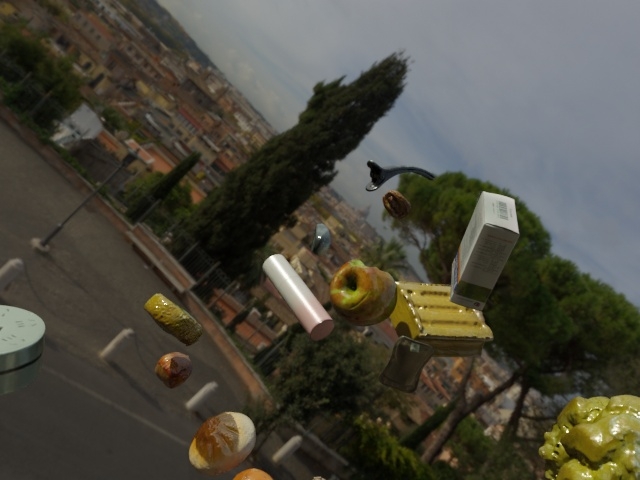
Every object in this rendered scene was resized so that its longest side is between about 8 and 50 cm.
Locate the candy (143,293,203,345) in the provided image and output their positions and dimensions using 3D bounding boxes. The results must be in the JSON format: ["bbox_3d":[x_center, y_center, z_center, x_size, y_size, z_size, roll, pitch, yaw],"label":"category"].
[{"bbox_3d":[-0.592,0.319,2.079,0.260,0.118,0.260,34,-17,12],"label":"candy"}]

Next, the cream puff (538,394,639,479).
[{"bbox_3d":[0.727,0.574,1.364,0.276,0.377,0.378,12,-17,35],"label":"cream puff"}]

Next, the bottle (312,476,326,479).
[{"bbox_3d":[-0.011,0.939,1.831,0.209,0.097,0.109,-60,143,-75],"label":"bottle"}]

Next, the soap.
[{"bbox_3d":[0.450,0.302,1.995,0.336,0.156,0.293,4,34,-22],"label":"soap"}]

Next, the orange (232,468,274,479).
[{"bbox_3d":[-0.269,0.999,1.989,0.224,0.224,0.170,50,0,36],"label":"orange"}]

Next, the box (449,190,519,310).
[{"bbox_3d":[0.487,0.032,1.553,0.107,0.299,0.200,16,36,6],"label":"box"}]

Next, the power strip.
[{"bbox_3d":[-1.058,0.336,1.639,0.358,0.161,0.357,12,15,-3],"label":"power strip"}]

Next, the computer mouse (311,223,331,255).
[{"bbox_3d":[0.006,0.002,2.033,0.069,0.113,0.229,13,13,-4],"label":"computer mouse"}]

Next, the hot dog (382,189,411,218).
[{"bbox_3d":[0.201,-0.094,1.359,0.083,0.058,0.035,47,21,-11],"label":"hot dog"}]

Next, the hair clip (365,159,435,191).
[{"bbox_3d":[0.197,-0.158,1.218,0.230,0.070,0.039,-9,17,-37],"label":"hair clip"}]

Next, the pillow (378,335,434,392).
[{"bbox_3d":[0.272,0.401,1.657,0.130,0.217,0.033,18,30,4],"label":"pillow"}]

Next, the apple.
[{"bbox_3d":[0.161,0.190,1.873,0.226,0.246,0.246,30,16,-51],"label":"apple"}]

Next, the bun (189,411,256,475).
[{"bbox_3d":[-0.426,0.833,2.171,0.164,0.299,0.299,60,0,-19],"label":"bun"}]

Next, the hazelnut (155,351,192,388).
[{"bbox_3d":[-0.628,0.555,2.224,0.150,0.150,0.150,46,5,-5],"label":"hazelnut"}]

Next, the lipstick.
[{"bbox_3d":[-0.076,0.174,1.649,0.327,0.087,0.087,49,6,40],"label":"lipstick"}]
